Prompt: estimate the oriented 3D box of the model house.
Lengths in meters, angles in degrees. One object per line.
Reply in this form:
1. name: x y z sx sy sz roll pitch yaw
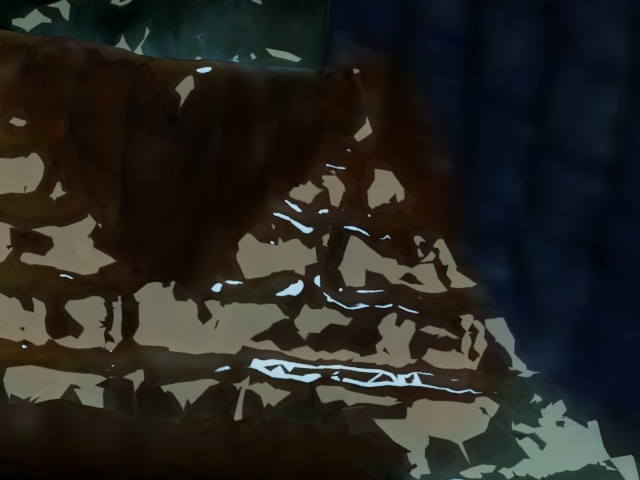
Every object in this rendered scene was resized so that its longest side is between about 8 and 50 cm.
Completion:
1. model house: 0.000 0.000 0.426 0.295 0.251 0.329 6 14 -5
